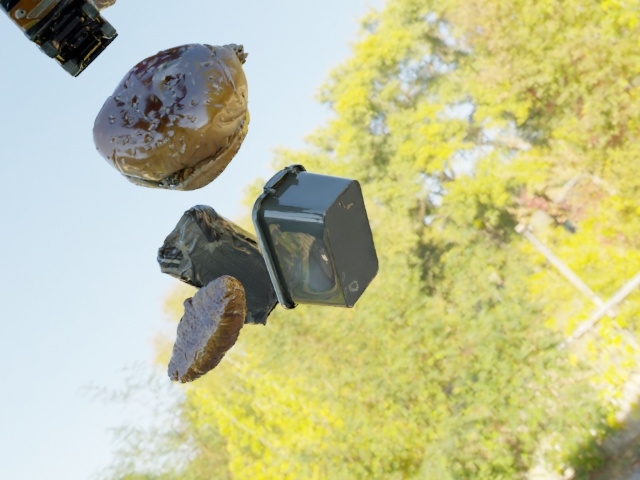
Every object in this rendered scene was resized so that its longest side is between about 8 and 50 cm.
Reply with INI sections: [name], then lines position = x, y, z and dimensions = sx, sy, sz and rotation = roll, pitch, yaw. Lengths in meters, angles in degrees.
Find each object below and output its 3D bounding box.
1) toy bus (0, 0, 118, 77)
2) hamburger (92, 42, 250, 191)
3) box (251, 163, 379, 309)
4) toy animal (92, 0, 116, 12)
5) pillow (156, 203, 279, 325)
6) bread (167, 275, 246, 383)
[toy bus]
position = -0.360, -0.308, 1.083
dimensions = 0.098, 0.114, 0.201
rotation = -45, -1, -2
[hamburger]
position = -0.222, -0.200, 1.276
dimensions = 0.286, 0.243, 0.146
rotation = -32, -38, -6
[box]
position = 0.000, 0.000, 1.345
dimensions = 0.163, 0.135, 0.243
rotation = -48, -47, -42
[toy animal]
position = -0.452, -0.598, 1.456
dimensions = 0.226, 0.188, 0.358
rotation = -25, -39, 11
[pillow]
position = -0.173, 0.056, 1.549
dimensions = 0.161, 0.092, 0.335
rotation = -49, -45, 2
[bread]
position = -0.172, 0.137, 1.253
dimensions = 0.076, 0.105, 0.233
rotation = -1, -47, -46
